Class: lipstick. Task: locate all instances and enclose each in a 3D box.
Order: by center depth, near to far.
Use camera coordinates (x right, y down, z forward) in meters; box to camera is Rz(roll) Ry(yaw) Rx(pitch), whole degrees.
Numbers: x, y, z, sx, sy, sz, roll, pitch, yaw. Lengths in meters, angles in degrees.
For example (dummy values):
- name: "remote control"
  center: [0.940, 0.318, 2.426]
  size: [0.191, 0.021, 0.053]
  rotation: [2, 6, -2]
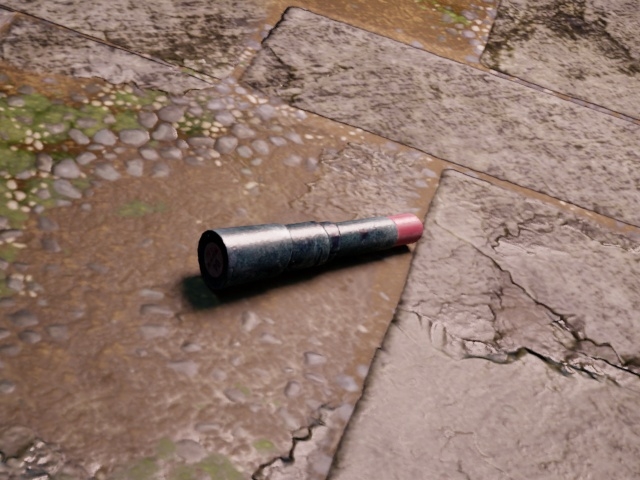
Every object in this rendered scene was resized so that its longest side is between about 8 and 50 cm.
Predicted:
- name: "lipstick"
  center: [0.000, 0.000, 1.182]
  size: [0.234, 0.053, 0.053]
  rotation: [-10, 44, -34]
